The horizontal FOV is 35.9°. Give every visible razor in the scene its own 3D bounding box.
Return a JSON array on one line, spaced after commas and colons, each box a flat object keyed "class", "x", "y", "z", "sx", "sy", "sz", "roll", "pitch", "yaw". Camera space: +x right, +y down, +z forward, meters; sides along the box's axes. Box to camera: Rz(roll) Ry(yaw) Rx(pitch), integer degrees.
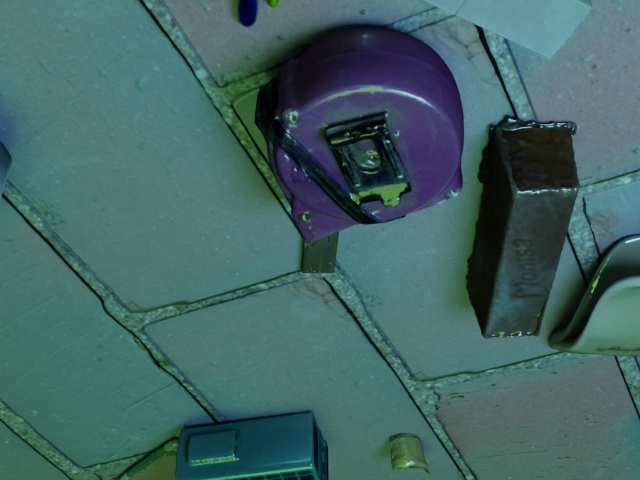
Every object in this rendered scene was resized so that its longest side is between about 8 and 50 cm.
[{"class": "razor", "x": -0.075, "y": -0.287, "z": 1.049, "sx": 0.044, "sy": 0.028, "sz": 0.155, "roll": 6, "pitch": 136, "yaw": -5}]

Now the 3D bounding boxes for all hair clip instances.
[{"class": "hair clip", "x": 0.436, "y": 0.106, "z": 1.388, "sx": 0.172, "sy": 0.113, "sz": 0.282, "roll": 2, "pitch": 137, "yaw": 0}]

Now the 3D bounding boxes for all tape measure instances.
[{"class": "tape measure", "x": 0.054, "y": -0.114, "z": 1.139, "sx": 0.231, "sy": 0.149, "sz": 0.245, "roll": -13, "pitch": 134, "yaw": 17}]

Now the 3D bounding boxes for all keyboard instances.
[{"class": "keyboard", "x": 0.000, "y": 0.000, "z": 1.359, "sx": 0.049, "sy": 0.015, "sz": 0.129, "roll": -1, "pitch": 136, "yaw": -5}]

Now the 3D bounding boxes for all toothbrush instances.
[{"class": "toothbrush", "x": -0.337, "y": 0.418, "z": 1.800, "sx": 0.018, "sy": 0.024, "sz": 0.257, "roll": 15, "pitch": 138, "yaw": -43}]

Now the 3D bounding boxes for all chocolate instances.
[{"class": "chocolate", "x": 0.258, "y": -0.003, "z": 1.279, "sx": 0.111, "sy": 0.112, "sz": 0.321, "roll": 0, "pitch": 137, "yaw": -2}]

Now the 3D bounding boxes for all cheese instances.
[{"class": "cheese", "x": 0.163, "y": 0.373, "z": 1.717, "sx": 0.084, "sy": 0.060, "sz": 0.041, "roll": 25, "pitch": 131, "yaw": -32}]

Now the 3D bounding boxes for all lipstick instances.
[{"class": "lipstick", "x": 0.100, "y": -0.300, "z": 0.996, "sx": 0.371, "sy": 0.076, "sz": 0.080, "roll": 20, "pitch": 133, "yaw": -19}]

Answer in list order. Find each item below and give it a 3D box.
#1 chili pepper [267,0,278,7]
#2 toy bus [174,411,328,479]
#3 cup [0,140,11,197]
[{"class": "chili pepper", "x": -0.038, "y": -0.283, "z": 1.061, "sx": 0.030, "sy": 0.017, "sz": 0.083, "roll": 19, "pitch": 136, "yaw": -19}, {"class": "toy bus", "x": -0.121, "y": 0.381, "z": 1.681, "sx": 0.255, "sy": 0.128, "sz": 0.147, "roll": -8, "pitch": 134, "yaw": 7}, {"class": "cup", "x": -0.538, "y": -0.075, "z": 1.157, "sx": 0.312, "sy": 0.206, "sz": 0.205, "roll": 18, "pitch": 134, "yaw": -18}]
